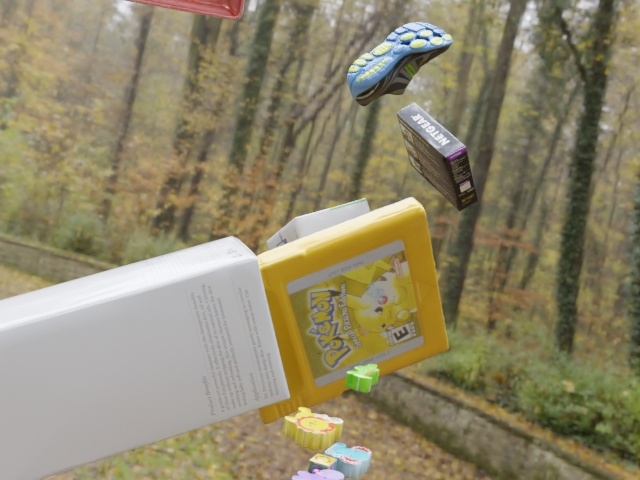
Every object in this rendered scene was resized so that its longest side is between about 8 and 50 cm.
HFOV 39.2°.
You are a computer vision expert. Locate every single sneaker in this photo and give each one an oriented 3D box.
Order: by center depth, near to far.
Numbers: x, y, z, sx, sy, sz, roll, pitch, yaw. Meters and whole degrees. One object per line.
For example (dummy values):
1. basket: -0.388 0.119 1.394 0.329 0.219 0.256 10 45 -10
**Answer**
1. sneaker: 0.119 -0.269 1.373 0.067 0.188 0.078 47 -17 29

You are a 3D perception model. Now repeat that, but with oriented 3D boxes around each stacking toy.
1. stacking toy: 0.017 0.231 0.904 0.052 0.167 0.221 12 11 21

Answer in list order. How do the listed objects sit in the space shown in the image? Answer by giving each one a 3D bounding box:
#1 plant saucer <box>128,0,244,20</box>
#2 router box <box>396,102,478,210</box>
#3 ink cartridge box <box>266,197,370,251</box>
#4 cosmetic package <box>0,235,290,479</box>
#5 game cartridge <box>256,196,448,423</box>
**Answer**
1. plant saucer: -0.226 -0.467 1.308 0.258 0.259 0.048 7 4 -12
2. router box: 0.211 -0.153 1.633 0.179 0.046 0.133 52 -12 46
3. ink cartridge box: 0.000 0.000 1.775 0.154 0.093 0.212 -17 -4 -21
4. cosmetic package: -0.243 0.141 1.102 0.365 0.197 0.155 -14 14 -13
5. game cartridge: 0.026 0.113 1.361 0.324 0.285 0.052 -22 34 -11
